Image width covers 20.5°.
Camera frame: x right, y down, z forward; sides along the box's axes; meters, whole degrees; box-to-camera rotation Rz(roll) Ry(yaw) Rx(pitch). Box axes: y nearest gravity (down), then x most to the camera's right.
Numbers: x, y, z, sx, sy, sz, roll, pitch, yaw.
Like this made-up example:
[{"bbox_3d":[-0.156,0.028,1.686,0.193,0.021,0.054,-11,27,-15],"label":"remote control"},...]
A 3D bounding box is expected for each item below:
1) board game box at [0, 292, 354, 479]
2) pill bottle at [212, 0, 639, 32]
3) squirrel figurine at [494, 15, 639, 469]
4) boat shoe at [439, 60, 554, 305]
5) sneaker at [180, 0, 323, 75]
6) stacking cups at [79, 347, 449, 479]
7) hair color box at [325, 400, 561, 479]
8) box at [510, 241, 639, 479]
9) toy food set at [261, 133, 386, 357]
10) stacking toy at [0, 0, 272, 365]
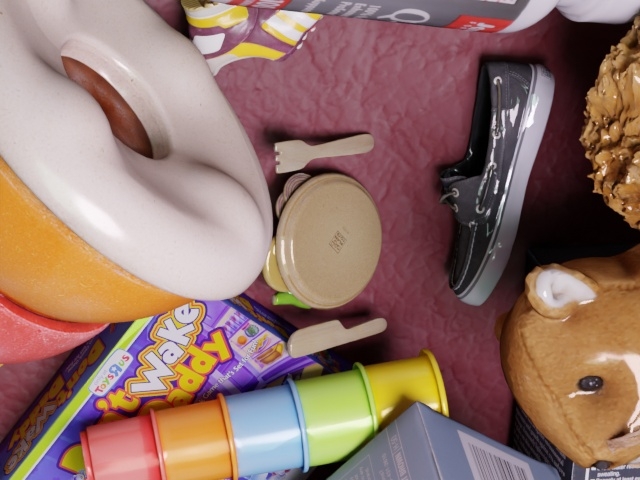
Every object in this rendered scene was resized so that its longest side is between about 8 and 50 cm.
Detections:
[{"bbox_3d":[-0.154,0.203,1.629,0.233,0.078,0.347,34,100,-24],"label":"board game box"},{"bbox_3d":[0.085,-0.271,1.382,0.363,0.210,0.210,4,111,-19],"label":"pill bottle"},{"bbox_3d":[0.319,0.011,1.439,0.371,0.281,0.397,-8,81,-1],"label":"squirrel figurine"},{"bbox_3d":[0.144,-0.055,1.602,0.076,0.080,0.228,13,107,-13],"label":"boat shoe"},{"bbox_3d":[-0.024,-0.201,1.510,0.186,0.069,0.084,-17,128,-4],"label":"sneaker"},{"bbox_3d":[-0.051,0.160,1.553,0.316,0.096,0.096,-7,113,-7],"label":"stacking cups"},{"bbox_3d":[0.034,0.321,1.579,0.185,0.113,0.374,29,119,-34],"label":"hair color box"},{"bbox_3d":[0.348,0.160,1.682,0.296,0.183,0.294,-2,112,-12],"label":"box"},{"bbox_3d":[0.000,0.000,1.593,0.132,0.038,0.192,-11,102,-39],"label":"toy food set"},{"bbox_3d":[-0.308,0.013,1.422,0.480,0.350,0.350,-39,117,20],"label":"stacking toy"}]
